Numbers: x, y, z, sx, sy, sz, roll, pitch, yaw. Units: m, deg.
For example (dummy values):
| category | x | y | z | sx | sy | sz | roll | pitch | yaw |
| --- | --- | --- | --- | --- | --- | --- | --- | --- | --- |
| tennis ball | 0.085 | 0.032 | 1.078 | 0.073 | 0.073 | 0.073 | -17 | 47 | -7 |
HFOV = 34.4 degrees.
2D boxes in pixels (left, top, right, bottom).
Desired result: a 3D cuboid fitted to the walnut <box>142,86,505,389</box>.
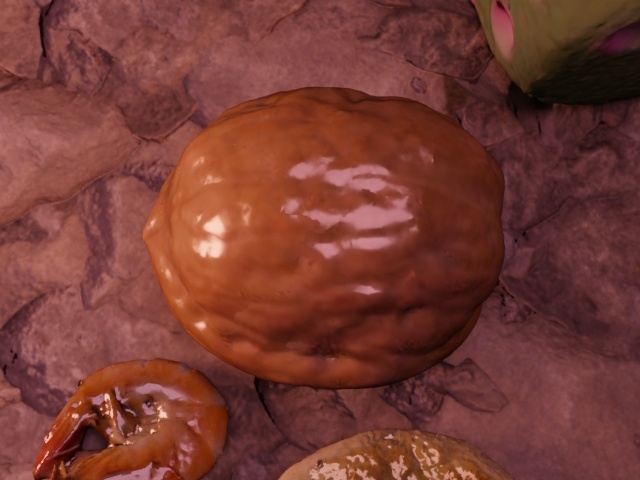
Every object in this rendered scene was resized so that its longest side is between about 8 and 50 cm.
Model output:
| category | x | y | z | sx | sy | sz | roll | pitch | yaw |
| --- | --- | --- | --- | --- | --- | --- | --- | --- | --- |
| walnut | 0.000 | -0.004 | 1.012 | 0.344 | 0.306 | 0.306 | 0 | 72 | -8 |

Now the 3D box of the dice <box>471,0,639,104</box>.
| category | x | y | z | sx | sy | sz | roll | pitch | yaw |
| --- | --- | --- | --- | --- | --- | --- | --- | --- | --- |
| dice | 0.349 | -0.353 | 1.168 | 0.318 | 0.330 | 0.322 | -12 | 75 | -7 |

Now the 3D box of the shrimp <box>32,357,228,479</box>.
| category | x | y | z | sx | sy | sz | roll | pitch | yaw |
| --- | --- | --- | --- | --- | --- | --- | --- | --- | --- |
| shrimp | -0.230 | 0.211 | 1.034 | 0.287 | 0.063 | 0.152 | -22 | 74 | -18 |

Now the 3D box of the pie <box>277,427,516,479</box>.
| category | x | y | z | sx | sy | sz | roll | pitch | yaw |
| --- | --- | --- | --- | --- | --- | --- | --- | --- | --- |
| pie | 0.094 | 0.336 | 1.034 | 0.338 | 0.075 | 0.337 | 2 | 70 | -6 |
